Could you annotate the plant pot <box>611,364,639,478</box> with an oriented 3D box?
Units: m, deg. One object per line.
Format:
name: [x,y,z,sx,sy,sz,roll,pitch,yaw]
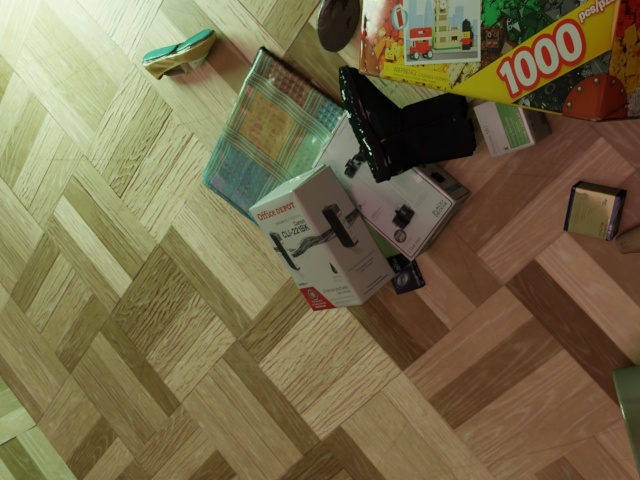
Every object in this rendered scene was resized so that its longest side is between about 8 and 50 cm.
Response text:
plant pot: [0.657,0.337,1.184,0.280,0.323,0.323,-18,96,19]

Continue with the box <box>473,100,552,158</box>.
box: [0.341,-0.213,1.302,0.087,0.102,0.101,-17,97,38]

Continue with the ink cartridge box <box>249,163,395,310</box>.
ink cartridge box: [0.000,0.000,1.528,0.197,0.114,0.273,-17,107,57]

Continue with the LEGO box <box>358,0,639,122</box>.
LEGO box: [0.293,-0.407,1.105,0.500,0.193,0.373,27,120,50]

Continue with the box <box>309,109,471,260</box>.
box: [0.136,-0.120,1.478,0.290,0.087,0.169,41,124,15]

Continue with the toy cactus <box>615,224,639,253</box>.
toy cactus: [0.582,-0.010,1.223,0.180,0.112,0.219,-25,100,46]

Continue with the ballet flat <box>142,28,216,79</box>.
ballet flat: [-0.313,-0.425,1.694,0.232,0.080,0.073,-6,130,37]

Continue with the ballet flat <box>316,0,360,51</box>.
ballet flat: [0.038,-0.498,1.441,0.084,0.058,0.250,2,117,-4]

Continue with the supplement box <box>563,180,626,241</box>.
supplement box: [0.482,-0.053,1.290,0.083,0.056,0.083,16,114,29]

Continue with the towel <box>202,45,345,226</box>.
towel: [-0.111,-0.203,1.644,0.271,0.040,0.370,39,123,16]

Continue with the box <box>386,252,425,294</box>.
box: [0.177,0.068,1.556,0.067,0.018,0.083,-20,94,36]

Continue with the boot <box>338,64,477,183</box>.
boot: [0.163,-0.242,1.380,0.094,0.207,0.246,94,156,-73]
